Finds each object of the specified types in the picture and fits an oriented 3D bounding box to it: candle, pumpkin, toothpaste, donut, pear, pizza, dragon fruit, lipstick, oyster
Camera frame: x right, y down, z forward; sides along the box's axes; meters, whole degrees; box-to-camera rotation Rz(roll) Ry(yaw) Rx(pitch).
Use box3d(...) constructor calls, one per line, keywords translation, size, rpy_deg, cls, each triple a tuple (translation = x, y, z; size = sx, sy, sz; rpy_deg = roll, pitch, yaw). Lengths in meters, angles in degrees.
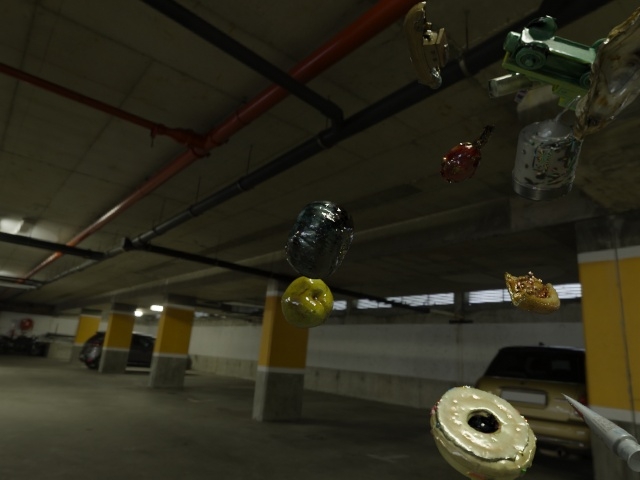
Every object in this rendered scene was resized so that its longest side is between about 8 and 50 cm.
box3d(translation=(0.709, -0.286, 1.344), size=(0.188, 0.187, 0.330), rpy_deg=(1, -47, 14), cls="candle")
box3d(translation=(0.000, 0.000, 1.242), size=(0.163, 0.233, 0.233), rpy_deg=(22, -11, 14), cls="pumpkin")
box3d(translation=(0.654, 0.432, 1.003), size=(0.089, 0.057, 0.234), rpy_deg=(36, 8, -6), cls="toothpaste")
box3d(translation=(0.268, 0.327, 0.729), size=(0.175, 0.068, 0.174), rpy_deg=(4, 25, -2), cls="donut")
box3d(translation=(-0.051, 0.232, 1.599), size=(0.200, 0.199, 0.200), rpy_deg=(4, -15, 1), cls="pear")
box3d(translation=(0.549, 0.135, 1.117), size=(0.271, 0.134, 0.056), rpy_deg=(9, -51, -41), cls="pizza")
box3d(translation=(0.514, -0.300, 1.504), size=(0.125, 0.125, 0.246), rpy_deg=(29, -63, -23), cls="dragon fruit")
box3d(translation=(0.707, -0.552, 1.481), size=(0.253, 0.077, 0.079), rpy_deg=(-16, 17, -4), cls="lipstick")
box3d(translation=(0.676, -0.384, 0.955), size=(0.166, 0.110, 0.341), rpy_deg=(14, -48, 6), cls="oyster")

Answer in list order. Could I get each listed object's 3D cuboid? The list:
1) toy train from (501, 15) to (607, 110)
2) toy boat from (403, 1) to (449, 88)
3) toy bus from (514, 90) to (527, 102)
box3d(translation=(0.723, -0.532, 1.326), size=(0.369, 0.150, 0.237), rpy_deg=(21, -9, 5), cls="toy train")
box3d(translation=(0.352, -0.626, 1.409), size=(0.122, 0.089, 0.321), rpy_deg=(12, -17, 28), cls="toy boat")
box3d(translation=(0.837, -0.610, 1.802), size=(0.037, 0.052, 0.131), rpy_deg=(32, 11, 12), cls="toy bus")
